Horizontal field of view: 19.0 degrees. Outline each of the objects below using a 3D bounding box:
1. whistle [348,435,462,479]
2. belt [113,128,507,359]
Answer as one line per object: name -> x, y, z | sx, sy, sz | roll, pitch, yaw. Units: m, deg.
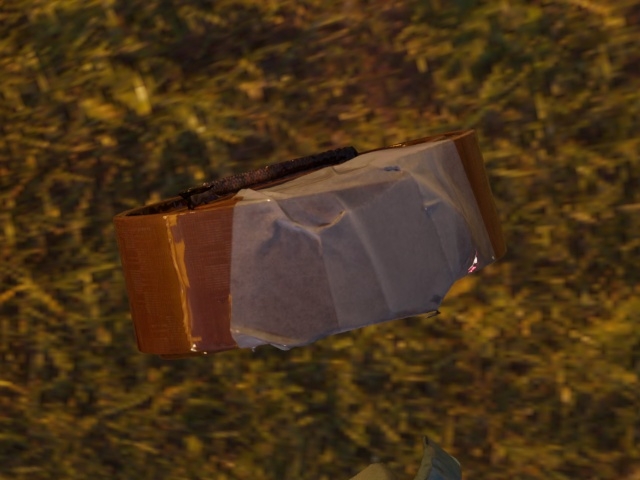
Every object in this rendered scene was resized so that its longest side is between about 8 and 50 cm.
whistle -> 0.031, 0.235, 1.308 | 0.186, 0.274, 0.093 | -41, 106, 16
belt -> 0.000, 0.000, 1.201 | 0.261, 0.184, 0.105 | -16, 96, -41
